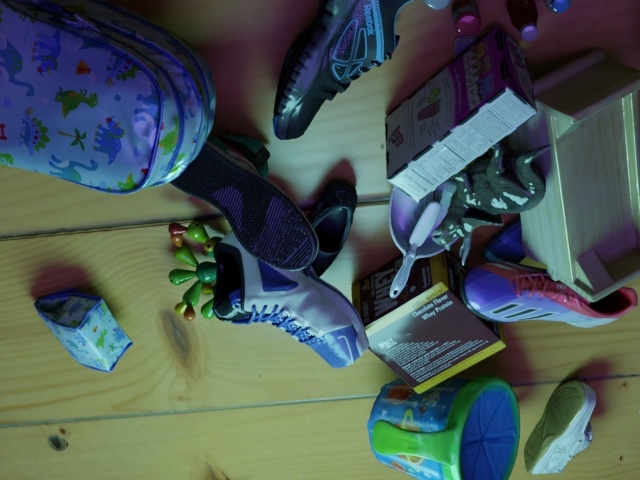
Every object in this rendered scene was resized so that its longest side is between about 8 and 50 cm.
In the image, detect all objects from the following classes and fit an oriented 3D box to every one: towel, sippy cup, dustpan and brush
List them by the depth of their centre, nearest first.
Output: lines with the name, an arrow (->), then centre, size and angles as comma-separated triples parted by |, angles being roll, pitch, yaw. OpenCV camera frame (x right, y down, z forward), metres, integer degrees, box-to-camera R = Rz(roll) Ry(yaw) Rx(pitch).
towel -> 0.240, -0.277, 1.503 | 0.083, 0.009, 0.060 | 3, 128, -1
dustpan and brush -> 0.160, -0.004, 1.660 | 0.147, 0.060, 0.211 | 19, 112, -14
towel -> 0.337, -0.001, 1.713 | 0.067, 0.029, 0.119 | 32, 123, -24
sippy cup -> 0.219, 0.353, 1.861 | 0.224, 0.240, 0.305 | 5, 144, 39

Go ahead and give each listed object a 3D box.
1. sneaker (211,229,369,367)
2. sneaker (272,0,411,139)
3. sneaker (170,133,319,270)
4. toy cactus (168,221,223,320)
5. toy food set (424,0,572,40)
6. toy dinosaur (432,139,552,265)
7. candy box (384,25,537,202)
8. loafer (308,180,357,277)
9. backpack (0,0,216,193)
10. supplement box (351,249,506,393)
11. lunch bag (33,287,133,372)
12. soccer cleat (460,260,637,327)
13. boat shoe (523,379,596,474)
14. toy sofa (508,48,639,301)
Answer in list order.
sneaker -> -0.079, 0.102, 1.647 | 0.315, 0.182, 0.127 | 55, 145, -9
sneaker -> 0.034, -0.268, 1.440 | 0.140, 0.125, 0.341 | 19, 127, -16
sneaker -> -0.106, -0.069, 1.559 | 0.295, 0.178, 0.123 | 40, 108, 9
toy cactus -> -0.173, 0.052, 1.727 | 0.181, 0.112, 0.219 | -9, 120, -5
toy food set -> 0.262, -0.341, 1.390 | 0.232, 0.104, 0.111 | -13, 128, 11
toy dinosaur -> 0.277, -0.094, 1.535 | 0.160, 0.121, 0.313 | 46, 144, -11
candy box -> 0.200, -0.184, 1.474 | 0.071, 0.159, 0.233 | 35, 126, -27
loafer -> 0.000, 0.000, 1.685 | 0.076, 0.078, 0.223 | 17, 127, -12
backpack -> -0.325, -0.200, 1.394 | 0.356, 0.273, 0.290 | 16, 106, -12
supplement box -> 0.186, 0.131, 1.757 | 0.191, 0.129, 0.194 | -33, 122, 24
lunch bag -> -0.434, 0.159, 1.811 | 0.151, 0.096, 0.128 | 5, 136, 36
soccer cleat -> 0.385, 0.087, 1.686 | 0.318, 0.108, 0.116 | 9, 164, -26
boat shoe -> 0.490, 0.370, 1.974 | 0.096, 0.098, 0.277 | 10, 138, -8
toy sofa -> 0.406, -0.103, 1.555 | 0.150, 0.177, 0.362 | -27, 125, -15
